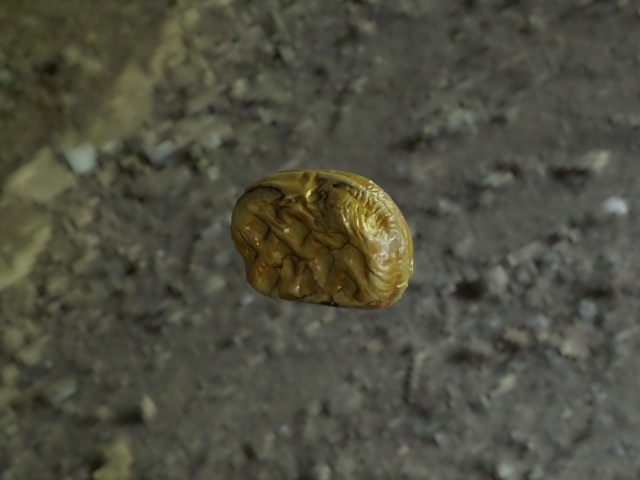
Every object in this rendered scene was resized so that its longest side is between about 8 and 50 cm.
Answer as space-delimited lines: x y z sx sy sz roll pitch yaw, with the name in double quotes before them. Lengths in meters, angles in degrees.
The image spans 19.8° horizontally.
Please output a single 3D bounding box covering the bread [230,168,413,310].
"bread" 0.000 0.000 1.017 0.111 0.083 0.044 4 31 36
